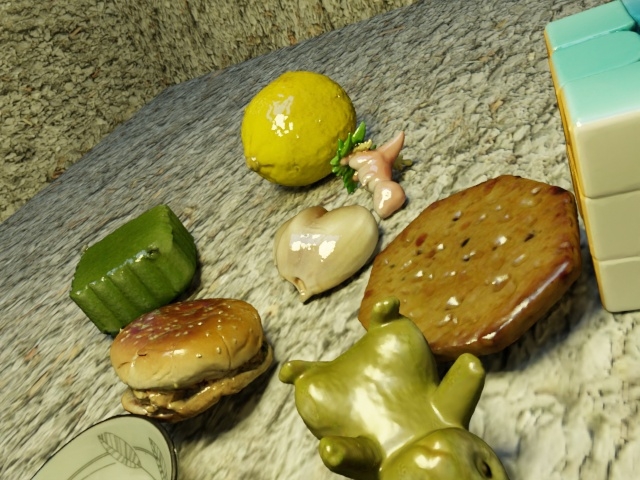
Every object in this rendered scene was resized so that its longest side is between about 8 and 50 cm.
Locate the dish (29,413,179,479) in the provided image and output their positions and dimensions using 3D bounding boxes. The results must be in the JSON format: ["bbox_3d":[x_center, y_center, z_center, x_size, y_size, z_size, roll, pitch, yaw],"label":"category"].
[{"bbox_3d":[-0.289,0.386,0.665,0.316,0.106,0.317,-22,33,16],"label":"dish"}]

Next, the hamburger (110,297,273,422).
[{"bbox_3d":[-0.206,0.175,0.834,0.243,0.146,0.286,-17,10,-18],"label":"hamburger"}]

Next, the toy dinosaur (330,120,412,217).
[{"bbox_3d":[0.116,-0.152,1.076,0.177,0.152,0.194,19,61,40],"label":"toy dinosaur"}]

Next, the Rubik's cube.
[{"bbox_3d":[0.454,-0.126,0.622,0.290,0.291,0.292,-12,37,26],"label":"Rubik's cube"}]

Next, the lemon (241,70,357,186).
[{"bbox_3d":[-0.055,-0.263,1.256,0.321,0.268,0.268,-41,33,-14],"label":"lemon"}]

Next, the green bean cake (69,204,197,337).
[{"bbox_3d":[-0.408,0.061,1.168,0.249,0.156,0.247,-30,30,-1],"label":"green bean cake"}]

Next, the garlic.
[{"bbox_3d":[0.000,0.000,0.981,0.217,0.110,0.228,-13,35,18],"label":"garlic"}]

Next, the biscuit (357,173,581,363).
[{"bbox_3d":[0.206,0.036,0.761,0.359,0.046,0.359,-35,25,20],"label":"biscuit"}]

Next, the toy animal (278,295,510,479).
[{"bbox_3d":[0.108,0.217,0.516,0.181,0.181,0.363,-30,33,-11],"label":"toy animal"}]
